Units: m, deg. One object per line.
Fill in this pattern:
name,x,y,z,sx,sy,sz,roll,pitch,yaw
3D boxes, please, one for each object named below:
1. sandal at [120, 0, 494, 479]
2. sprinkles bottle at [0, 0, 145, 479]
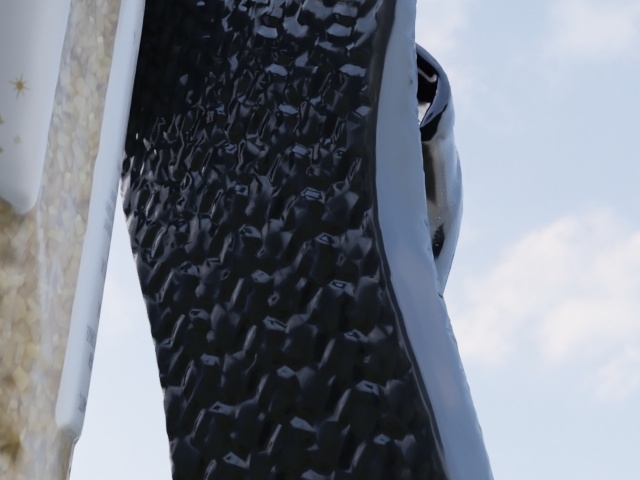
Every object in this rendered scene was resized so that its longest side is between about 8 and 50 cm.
sandal,-0.002,0.002,0.674,0.167,0.446,0.107,-20,-30,28
sprinkles bottle,-0.119,0.004,0.414,0.121,0.355,0.121,5,-16,2
